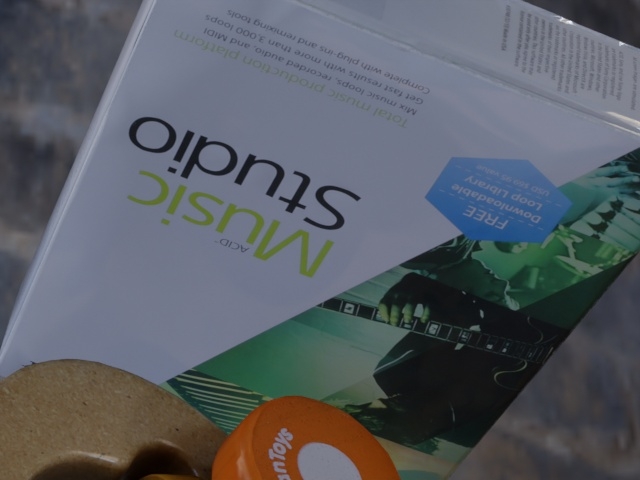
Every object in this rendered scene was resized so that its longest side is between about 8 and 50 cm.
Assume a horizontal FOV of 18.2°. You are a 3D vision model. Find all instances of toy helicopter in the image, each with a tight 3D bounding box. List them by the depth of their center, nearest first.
[{"bbox_3d":[-0.110,0.179,0.754,0.235,0.355,0.140,30,128,-16],"label":"toy helicopter"}]

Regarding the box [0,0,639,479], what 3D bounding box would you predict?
[{"bbox_3d":[0.000,0.000,0.901,0.232,0.058,0.322,20,142,-9],"label":"box"}]
